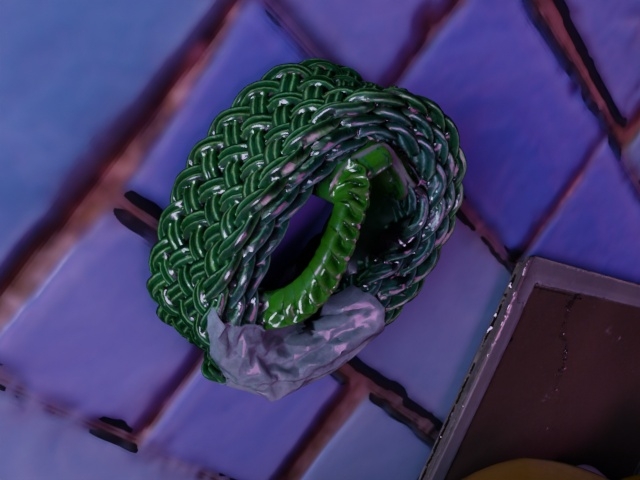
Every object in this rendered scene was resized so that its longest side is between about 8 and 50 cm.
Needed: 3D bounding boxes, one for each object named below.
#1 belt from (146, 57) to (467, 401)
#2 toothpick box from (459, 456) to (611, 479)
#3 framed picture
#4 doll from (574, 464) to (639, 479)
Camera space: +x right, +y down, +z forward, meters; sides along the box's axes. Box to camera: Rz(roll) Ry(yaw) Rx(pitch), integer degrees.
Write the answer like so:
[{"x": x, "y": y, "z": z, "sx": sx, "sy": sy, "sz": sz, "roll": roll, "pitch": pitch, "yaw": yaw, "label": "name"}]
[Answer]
[{"x": 0.000, "y": 0.000, "z": 0.422, "sx": 0.151, "sy": 0.079, "sz": 0.121, "roll": -48, "pitch": 137, "yaw": -9, "label": "belt"}, {"x": 0.141, "y": 0.381, "z": 0.516, "sx": 0.408, "sy": 0.409, "sz": 0.426, "roll": -20, "pitch": 113, "yaw": -33, "label": "toothpick box"}, {"x": 0.175, "y": 0.131, "z": 0.703, "sx": 0.293, "sy": 0.018, "sz": 0.231, "roll": 13, "pitch": 104, "yaw": -46, "label": "framed picture"}, {"x": 0.237, "y": 0.256, "z": 0.737, "sx": 0.237, "sy": 0.111, "sz": 0.252, "roll": -30, "pitch": 125, "yaw": -2, "label": "doll"}]
